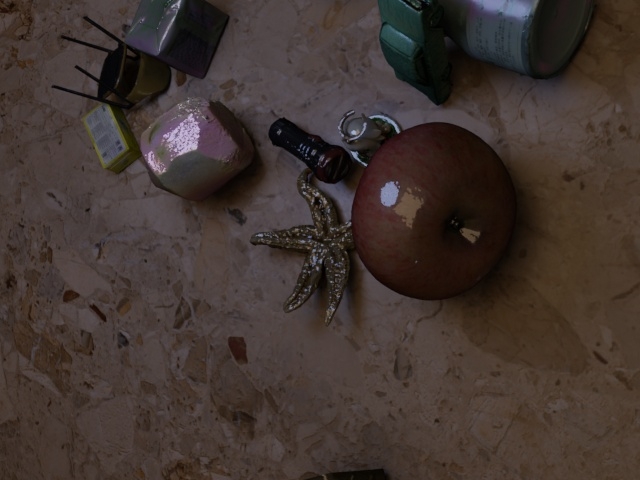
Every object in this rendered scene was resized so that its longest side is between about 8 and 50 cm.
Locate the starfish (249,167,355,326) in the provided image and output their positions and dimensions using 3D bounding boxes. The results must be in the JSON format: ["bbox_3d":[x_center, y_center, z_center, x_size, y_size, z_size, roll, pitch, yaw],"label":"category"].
[{"bbox_3d":[0.007,0.001,1.679,0.327,0.094,0.374,-30,63,21],"label":"starfish"}]

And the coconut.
[{"bbox_3d":[-0.310,-0.213,1.795,0.245,0.233,0.233,-32,70,15],"label":"coconut"}]

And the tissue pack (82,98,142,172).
[{"bbox_3d":[-0.564,-0.282,2.030,0.095,0.062,0.176,-35,68,17],"label":"tissue pack"}]

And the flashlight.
[{"bbox_3d":[-0.030,-0.214,1.717,0.232,0.093,0.093,40,102,38],"label":"flashlight"}]

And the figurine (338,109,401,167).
[{"bbox_3d":[0.095,-0.234,1.633,0.132,0.154,0.132,-4,81,26],"label":"figurine"}]

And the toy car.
[{"bbox_3d":[0.189,-0.394,1.517,0.097,0.320,0.141,-45,64,-7],"label":"toy car"}]

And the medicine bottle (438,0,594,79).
[{"bbox_3d":[0.355,-0.472,1.488,0.290,0.245,0.244,28,96,36],"label":"medicine bottle"}]

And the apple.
[{"bbox_3d":[0.224,-0.050,1.446,0.269,0.345,0.344,35,100,49],"label":"apple"}]

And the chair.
[{"bbox_3d":[-0.547,-0.450,1.972,0.172,0.247,0.158,-16,63,43],"label":"chair"}]

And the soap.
[{"bbox_3d":[-0.360,-0.530,1.883,0.139,0.199,0.182,25,95,25],"label":"soap"}]

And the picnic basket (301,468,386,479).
[{"bbox_3d":[0.029,0.549,1.504,0.165,0.267,0.139,-24,66,26],"label":"picnic basket"}]
